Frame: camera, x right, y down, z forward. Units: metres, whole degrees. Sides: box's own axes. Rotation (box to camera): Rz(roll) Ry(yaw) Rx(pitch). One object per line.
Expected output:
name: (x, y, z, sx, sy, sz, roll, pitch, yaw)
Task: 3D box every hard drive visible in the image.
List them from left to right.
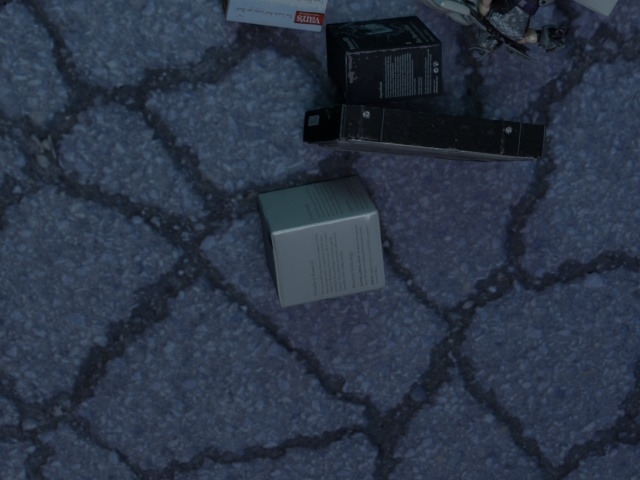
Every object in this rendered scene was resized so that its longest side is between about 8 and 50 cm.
hard drive: (0.162, -0.170, 2.070, 0.339, 0.237, 0.064, 4, 92, -16)

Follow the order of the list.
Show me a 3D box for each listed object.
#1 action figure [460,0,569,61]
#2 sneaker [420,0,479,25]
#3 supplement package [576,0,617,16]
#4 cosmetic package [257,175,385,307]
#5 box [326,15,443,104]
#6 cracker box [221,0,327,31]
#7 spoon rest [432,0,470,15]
action figure: (0.331, -0.384, 1.973, 0.185, 0.099, 0.285, 26, 117, -34)
sneaker: (0.244, -0.487, 2.011, 0.118, 0.110, 0.292, 20, 110, -12)
supplement package: (0.452, -0.471, 2.062, 0.105, 0.105, 0.179, 22, 109, -22)
cosmetic package: (0.000, 0.000, 2.166, 0.184, 0.151, 0.151, -11, 119, -7)
box: (0.101, -0.289, 2.041, 0.158, 0.156, 0.093, -7, 117, -9)
cracker box: (-0.055, -0.446, 1.966, 0.156, 0.067, 0.232, 5, 121, -16)
spoon rest: (0.221, -0.481, 1.912, 0.137, 0.084, 0.276, 12, 100, -32)
